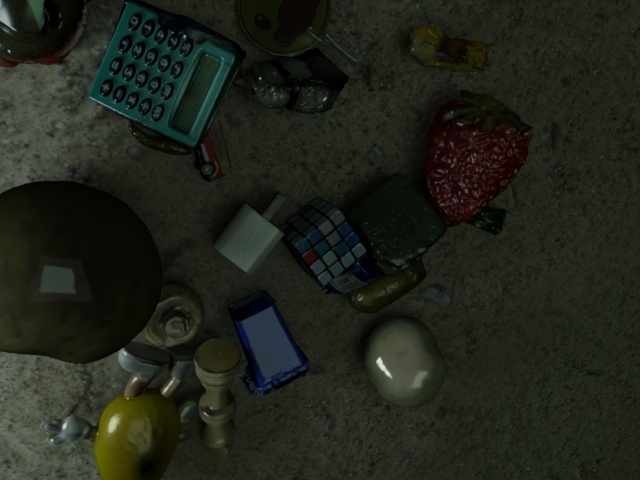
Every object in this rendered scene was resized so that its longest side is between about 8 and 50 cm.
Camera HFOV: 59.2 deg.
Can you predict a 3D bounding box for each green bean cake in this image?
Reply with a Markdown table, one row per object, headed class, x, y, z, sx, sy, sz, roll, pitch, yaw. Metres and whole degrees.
| class | x | y | z | sx | sy | sz | roll | pitch | yaw |
| --- | --- | --- | --- | --- | --- | --- | --- | --- | --- |
| green bean cake | 0.197 | -0.035 | 1.512 | 0.222 | 0.125 | 0.227 | -38 | 83 | -14 |

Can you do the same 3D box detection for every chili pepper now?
| class | x | y | z | sx | sy | sz | roll | pitch | yaw |
| --- | --- | --- | --- | --- | --- | --- | --- | --- | --- |
| chili pepper | 0.457 | -0.084 | 1.703 | 0.226 | 0.059 | 0.088 | 15 | 97 | -23 |

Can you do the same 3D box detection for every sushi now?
| class | x | y | z | sx | sy | sz | roll | pitch | yaw |
| --- | --- | --- | --- | --- | --- | --- | --- | --- | --- |
| sushi | -0.083 | -0.352 | 1.331 | 0.272 | 0.134 | 0.109 | -22 | 147 | -27 |

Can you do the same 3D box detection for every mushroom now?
| class | x | y | z | sx | sy | sz | roll | pitch | yaw |
| --- | --- | --- | --- | --- | --- | --- | --- | --- | --- |
| mushroom | 0.251 | 0.361 | 1.690 | 0.234 | 0.253 | 0.260 | 49 | 57 | -71 |
| mushroom | -0.366 | 0.183 | 1.379 | 0.166 | 0.127 | 0.166 | -5 | 103 | -24 |

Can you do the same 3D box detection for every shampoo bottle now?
| class | x | y | z | sx | sy | sz | roll | pitch | yaw |
| --- | --- | --- | --- | --- | --- | --- | --- | --- | --- |
| shampoo bottle | 0.069 | 0.101 | 1.525 | 0.087 | 0.183 | 0.050 | 39 | 47 | -22 |

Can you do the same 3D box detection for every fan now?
| class | x | y | z | sx | sy | sz | roll | pitch | yaw |
| --- | --- | --- | --- | --- | --- | --- | --- | --- | --- |
| fan | -0.046 | -0.514 | 1.303 | 0.335 | 0.011 | 0.230 | 32 | 86 | -18 |

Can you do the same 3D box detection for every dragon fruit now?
| class | x | y | z | sx | sy | sz | roll | pitch | yaw |
| --- | --- | --- | --- | --- | --- | --- | --- | --- | --- |
| dragon fruit | -0.564 | -0.472 | 1.062 | 0.268 | 0.130 | 0.295 | 7 | 105 | -21 |

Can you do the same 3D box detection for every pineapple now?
| class | x | y | z | sx | sy | sz | roll | pitch | yaw |
| --- | --- | --- | --- | --- | --- | --- | --- | --- | --- |
| pineapple | 0.316 | -0.490 | 1.454 | 0.233 | 0.135 | 0.080 | 14 | 88 | -16 |

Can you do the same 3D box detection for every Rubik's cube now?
| class | x | y | z | sx | sy | sz | roll | pitch | yaw |
| --- | --- | --- | --- | --- | --- | --- | --- | --- | --- |
| Rubik's cube | 0.000 | 0.000 | 1.463 | 0.155 | 0.154 | 0.151 | -38 | 118 | -9 |

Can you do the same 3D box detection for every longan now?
| class | x | y | z | sx | sy | sz | roll | pitch | yaw |
| --- | --- | --- | --- | --- | --- | --- | --- | --- | --- |
| longan | -0.523 | 0.066 | 1.146 | 0.404 | 0.336 | 0.405 | -14 | 115 | -33 |

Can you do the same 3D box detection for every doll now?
| class | x | y | z | sx | sy | sz | roll | pitch | yaw |
| --- | --- | --- | --- | --- | --- | --- | --- | --- | --- |
| doll | -0.462 | 0.441 | 1.408 | 0.423 | 0.161 | 0.348 | -46 | 123 | -9 |

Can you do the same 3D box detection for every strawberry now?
| class | x | y | z | sx | sy | sz | roll | pitch | yaw |
| --- | --- | --- | --- | --- | --- | --- | --- | --- | --- |
| strawberry | 0.400 | -0.221 | 1.536 | 0.292 | 0.292 | 0.343 | 1 | 131 | -25 |

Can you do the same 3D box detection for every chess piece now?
| class | x | y | z | sx | sy | sz | roll | pitch | yaw |
| --- | --- | --- | --- | --- | --- | --- | --- | --- | --- |
| chess piece | -0.271 | 0.442 | 1.490 | 0.117 | 0.117 | 0.397 | -8 | 127 | -22 |

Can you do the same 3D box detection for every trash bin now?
| class | x | y | z | sx | sy | sz | roll | pitch | yaw |
| --- | --- | --- | --- | --- | --- | --- | --- | --- | --- |
| trash bin | -0.152 | 0.272 | 1.495 | 0.184 | 0.162 | 0.235 | -26 | 111 | -14 |

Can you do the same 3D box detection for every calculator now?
| class | x | y | z | sx | sy | sz | roll | pitch | yaw |
| --- | --- | --- | --- | --- | --- | --- | --- | --- | --- |
| calculator | -0.330 | -0.355 | 1.195 | 0.274 | 0.058 | 0.248 | 25 | 95 | -9 |

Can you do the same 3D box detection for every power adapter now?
| class | x | y | z | sx | sy | sz | roll | pitch | yaw |
| --- | --- | --- | --- | --- | --- | --- | --- | --- | --- |
| power adapter | -0.155 | -0.035 | 1.386 | 0.125 | 0.130 | 0.205 | 38 | 89 | -9 |

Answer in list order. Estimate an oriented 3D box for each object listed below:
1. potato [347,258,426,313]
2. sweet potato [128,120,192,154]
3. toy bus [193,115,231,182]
| class | x | y | z | sx | sy | sz | roll | pitch | yaw |
| --- | --- | --- | --- | --- | --- | --- | --- | --- | --- |
| potato | 0.188 | 0.117 | 1.596 | 0.251 | 0.149 | 0.113 | -32 | 96 | -7 |
| sweet potato | -0.368 | -0.223 | 1.284 | 0.153 | 0.038 | 0.041 | 21 | 96 | -16 |
| toy bus | -0.263 | -0.228 | 1.311 | 0.077 | 0.079 | 0.174 | -20 | 113 | -21 |
